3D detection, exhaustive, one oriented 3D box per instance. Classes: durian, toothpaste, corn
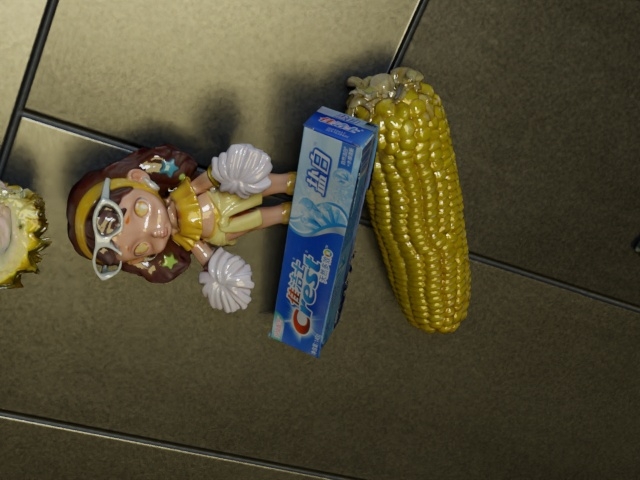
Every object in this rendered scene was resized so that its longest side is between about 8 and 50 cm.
[{"bbox_3d":[-0.359,-0.030,0.829,0.224,0.078,0.140,21,120,-13],"label":"durian"},{"bbox_3d":[0.000,0.000,0.903,0.066,0.053,0.272,21,129,13],"label":"toothpaste"},{"bbox_3d":[0.102,-0.032,0.937,0.106,0.106,0.305,-21,119,-5],"label":"corn"}]

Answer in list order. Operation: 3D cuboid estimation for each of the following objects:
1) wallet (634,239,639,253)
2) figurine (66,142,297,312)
[{"bbox_3d":[0.574,-0.026,1.108,0.323,0.041,0.247,-43,118,10],"label":"wallet"},{"bbox_3d":[-0.123,-0.026,0.871,0.240,0.116,0.175,-3,118,-21],"label":"figurine"}]
